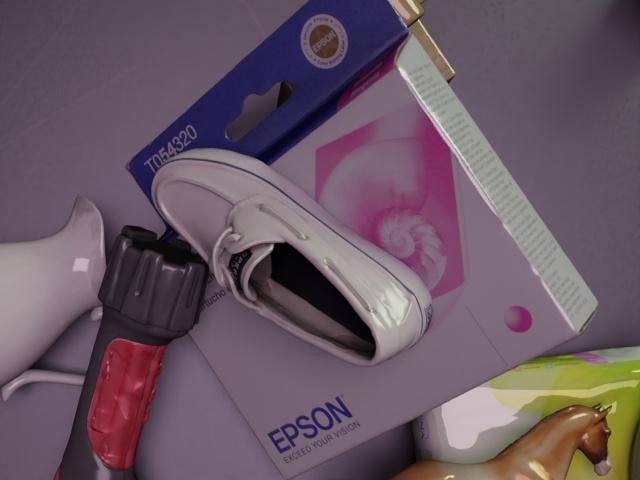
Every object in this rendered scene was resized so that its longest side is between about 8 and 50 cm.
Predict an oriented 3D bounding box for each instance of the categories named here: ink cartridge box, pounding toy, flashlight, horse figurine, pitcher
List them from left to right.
[{"bbox_3d":[-0.264,0.079,0.880,0.207,0.125,0.177,-27,103,-17],"label":"pitcher"},{"bbox_3d":[-0.163,0.150,0.845,0.103,0.103,0.304,17,101,-8],"label":"flashlight"},{"bbox_3d":[0.000,0.000,0.830,0.324,0.071,0.330,-35,90,35],"label":"ink cartridge box"},{"bbox_3d":[0.065,-0.148,0.872,0.181,0.206,0.094,-34,89,-7],"label":"pounding toy"},{"bbox_3d":[0.122,0.235,0.819,0.263,0.066,0.174,-7,89,0],"label":"horse figurine"}]

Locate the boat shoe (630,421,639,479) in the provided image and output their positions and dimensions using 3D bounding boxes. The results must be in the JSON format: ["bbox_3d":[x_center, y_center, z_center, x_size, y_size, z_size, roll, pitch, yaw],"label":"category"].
[{"bbox_3d":[0.315,0.241,0.805,0.123,0.116,0.324,11,86,-4],"label":"boat shoe"}]

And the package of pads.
[{"bbox_3d":[0.236,0.215,0.909,0.297,0.101,0.229,-7,86,-6],"label":"package of pads"}]

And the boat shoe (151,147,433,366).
[{"bbox_3d":[-0.039,0.008,0.764,0.258,0.084,0.095,27,119,22],"label":"boat shoe"}]
